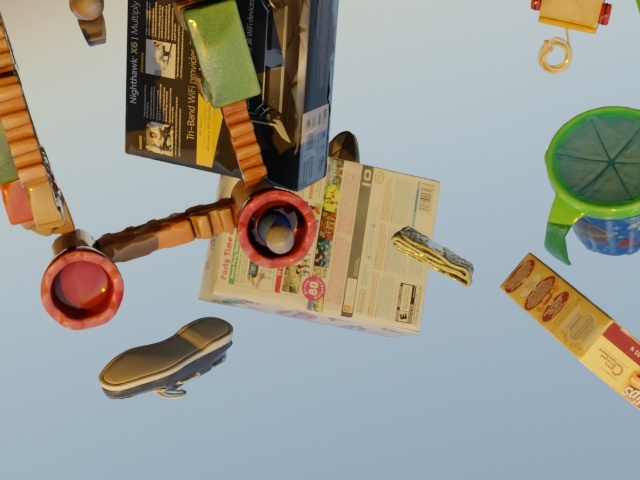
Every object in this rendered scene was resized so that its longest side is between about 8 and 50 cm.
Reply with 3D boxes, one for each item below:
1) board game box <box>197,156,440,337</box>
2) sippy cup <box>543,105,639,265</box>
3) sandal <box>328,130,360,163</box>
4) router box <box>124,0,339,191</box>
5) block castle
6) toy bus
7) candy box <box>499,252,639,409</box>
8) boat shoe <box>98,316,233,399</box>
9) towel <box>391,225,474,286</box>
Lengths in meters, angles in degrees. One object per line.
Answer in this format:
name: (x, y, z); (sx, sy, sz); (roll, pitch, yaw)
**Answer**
board game box: (0.000, 0.000, 1.838); (0.303, 0.224, 0.097); (12, 168, -17)
sippy cup: (0.542, -0.092, 2.412); (0.306, 0.224, 0.240); (-16, -124, 6)
sandal: (0.057, -0.096, 2.454); (0.090, 0.219, 0.060); (-20, 166, 32)
router box: (-0.106, -0.232, 1.529); (0.243, 0.308, 0.081); (14, -158, 23)
block castle: (-0.203, -0.159, 1.327); (0.303, 0.453, 0.213); (-18, -161, -8)
toy bus: (0.330, -0.338, 1.635); (0.202, 0.191, 0.104); (-31, 179, 21)
candy box: (0.433, 0.149, 2.113); (0.087, 0.183, 0.316); (-49, -156, 5)
boat shoe: (-0.237, 0.195, 2.017); (0.095, 0.079, 0.254); (24, -147, 29)
towel: (0.138, 0.017, 1.575); (0.027, 0.110, 0.148); (-61, 176, 5)
